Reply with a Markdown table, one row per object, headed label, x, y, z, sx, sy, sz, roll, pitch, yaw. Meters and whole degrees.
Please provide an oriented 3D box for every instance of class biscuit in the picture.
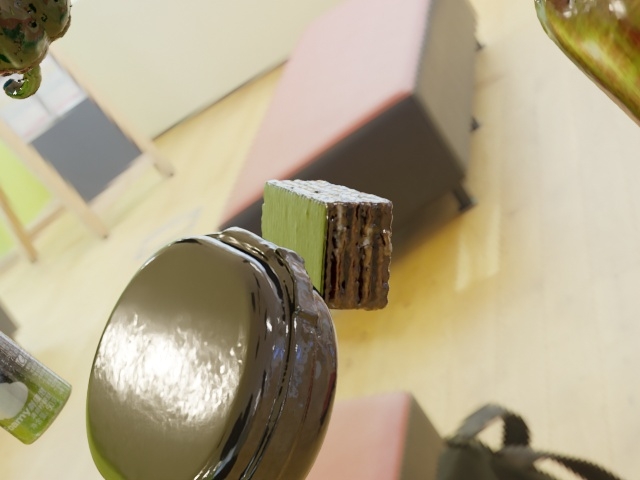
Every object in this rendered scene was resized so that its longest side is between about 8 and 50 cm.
| label | x | y | z | sx | sy | sz | roll | pitch | yaw |
| --- | --- | --- | --- | --- | --- | --- | --- | --- | --- |
| biscuit | 0.000 | 0.000 | 1.415 | 0.070 | 0.106 | 0.252 | 0 | 7 | -18 |

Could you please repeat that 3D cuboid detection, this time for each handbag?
| label | x | y | z | sx | sy | sz | roll | pitch | yaw |
| --- | --- | --- | --- | --- | --- | --- | --- | --- | --- |
| handbag | -0.094 | 0.116 | 1.201 | 0.308 | 0.093 | 0.254 | 23 | 89 | 58 |

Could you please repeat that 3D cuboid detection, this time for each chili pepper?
| label | x | y | z | sx | sy | sz | roll | pitch | yaw |
| --- | --- | --- | --- | --- | --- | --- | --- | --- | --- |
| chili pepper | -0.379 | -0.271 | 1.664 | 0.173 | 0.261 | 0.165 | 24 | 73 | 30 |

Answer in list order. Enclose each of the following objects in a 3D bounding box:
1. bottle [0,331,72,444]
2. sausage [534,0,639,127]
| label | x | y | z | sx | sy | sz | roll | pitch | yaw |
| --- | --- | --- | --- | --- | --- | --- | --- | --- | --- |
| bottle | -0.452 | 0.112 | 1.683 | 0.093 | 0.330 | 0.093 | -47 | 14 | 15 |
| sausage | 0.196 | -0.058 | 0.573 | 0.117 | 0.317 | 0.125 | -25 | -25 | -42 |
